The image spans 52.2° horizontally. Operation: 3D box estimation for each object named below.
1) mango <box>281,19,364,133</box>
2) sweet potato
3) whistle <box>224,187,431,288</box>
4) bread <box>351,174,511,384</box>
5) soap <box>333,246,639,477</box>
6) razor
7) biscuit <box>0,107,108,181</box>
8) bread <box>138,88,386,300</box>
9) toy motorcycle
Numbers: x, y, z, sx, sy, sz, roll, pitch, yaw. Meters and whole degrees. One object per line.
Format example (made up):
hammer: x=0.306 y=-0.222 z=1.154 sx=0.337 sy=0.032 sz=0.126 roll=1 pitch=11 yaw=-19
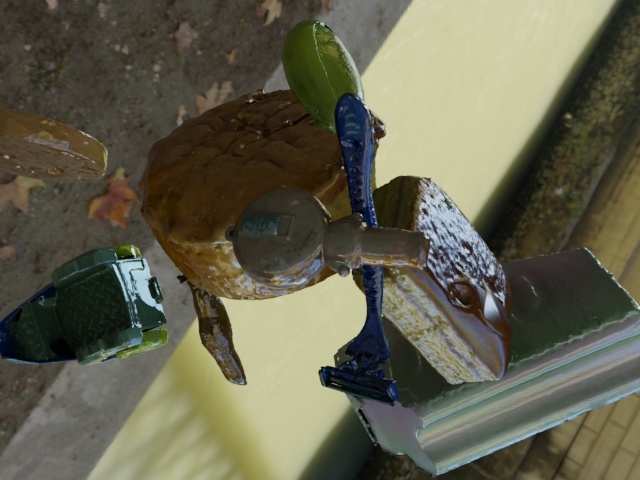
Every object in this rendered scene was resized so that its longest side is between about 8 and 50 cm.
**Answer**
mango: x=0.000 y=-0.192 z=0.784 sx=0.091 sy=0.165 sz=0.074 roll=7 pitch=147 yaw=-34
sweet potato: x=-0.190 y=0.174 z=1.207 sx=0.067 sy=0.067 sz=0.273 roll=-38 pitch=122 yaw=-37
whistle: x=0.000 y=0.000 z=0.658 sx=0.057 sy=0.220 sz=0.107 roll=62 pitch=39 yaw=-58
bread: x=0.154 y=0.047 z=0.837 sx=0.234 sy=0.111 sz=0.184 roll=45 pitch=41 yaw=-25
soap: x=0.252 y=0.184 z=1.029 sx=0.446 sy=0.261 sz=0.156 roll=-27 pitch=118 yaw=10
razor: x=0.044 y=0.009 z=0.690 sx=0.056 sy=0.093 sz=0.323 roll=-20 pitch=111 yaw=-53
biscuit: x=-0.477 y=-0.150 z=0.903 sx=0.355 sy=0.275 sz=0.052 roll=10 pitch=78 yaw=-25
bread: x=-0.081 y=-0.089 z=1.020 sx=0.398 sy=0.398 sz=0.215 roll=-42 pitch=135 yaw=-33
toy motorcycle: x=-0.449 y=0.147 z=1.165 sx=0.327 sy=0.191 sz=0.200 roll=-24 pitch=171 yaw=22
